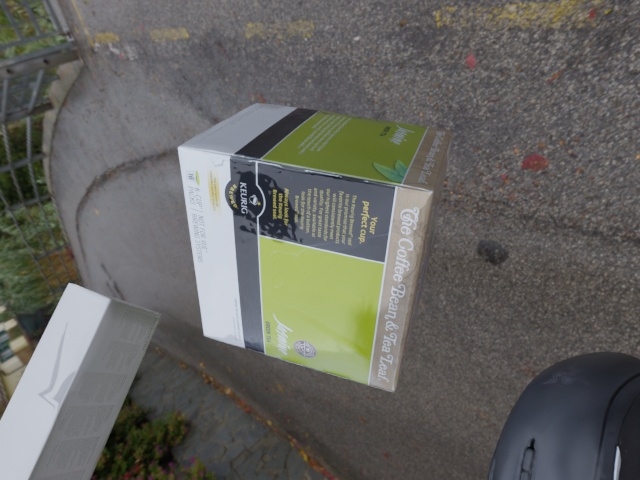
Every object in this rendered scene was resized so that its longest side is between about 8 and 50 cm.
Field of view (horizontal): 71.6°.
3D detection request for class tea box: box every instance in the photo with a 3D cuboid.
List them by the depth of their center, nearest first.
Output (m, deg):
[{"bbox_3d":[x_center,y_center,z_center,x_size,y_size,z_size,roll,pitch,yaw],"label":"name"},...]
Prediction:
[{"bbox_3d":[0.000,0.000,0.667,0.323,0.220,0.329,14,125,15],"label":"tea box"}]

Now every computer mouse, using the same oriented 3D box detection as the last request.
[{"bbox_3d":[0.163,0.179,0.267,0.060,0.262,0.184,38,166,-14],"label":"computer mouse"}]

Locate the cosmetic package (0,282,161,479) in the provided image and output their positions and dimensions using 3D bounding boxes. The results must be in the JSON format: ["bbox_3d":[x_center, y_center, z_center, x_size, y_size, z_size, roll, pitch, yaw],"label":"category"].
[{"bbox_3d":[-0.256,0.172,0.446,0.060,0.239,0.099,15,165,17],"label":"cosmetic package"}]
